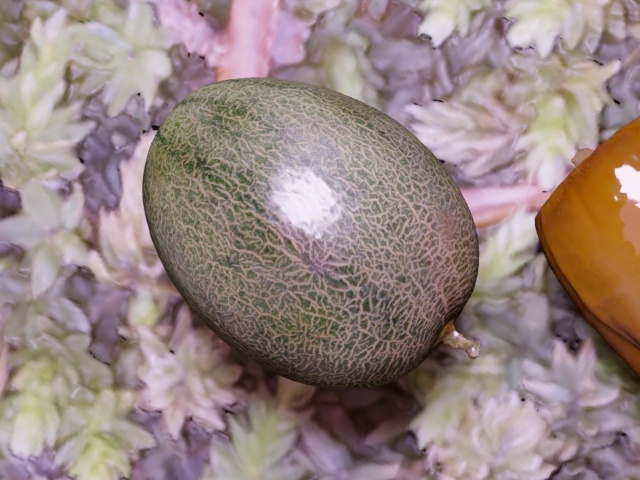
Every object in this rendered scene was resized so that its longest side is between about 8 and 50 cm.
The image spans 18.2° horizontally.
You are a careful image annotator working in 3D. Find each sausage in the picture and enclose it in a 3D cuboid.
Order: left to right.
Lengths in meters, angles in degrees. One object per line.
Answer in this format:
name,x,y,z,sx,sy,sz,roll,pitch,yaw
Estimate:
sausage,0.235,0.079,0.975,0.112,0.112,0.328,-40,87,4

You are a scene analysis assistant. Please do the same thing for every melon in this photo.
melon,0.000,0.000,0.979,0.192,0.139,0.139,36,94,7
